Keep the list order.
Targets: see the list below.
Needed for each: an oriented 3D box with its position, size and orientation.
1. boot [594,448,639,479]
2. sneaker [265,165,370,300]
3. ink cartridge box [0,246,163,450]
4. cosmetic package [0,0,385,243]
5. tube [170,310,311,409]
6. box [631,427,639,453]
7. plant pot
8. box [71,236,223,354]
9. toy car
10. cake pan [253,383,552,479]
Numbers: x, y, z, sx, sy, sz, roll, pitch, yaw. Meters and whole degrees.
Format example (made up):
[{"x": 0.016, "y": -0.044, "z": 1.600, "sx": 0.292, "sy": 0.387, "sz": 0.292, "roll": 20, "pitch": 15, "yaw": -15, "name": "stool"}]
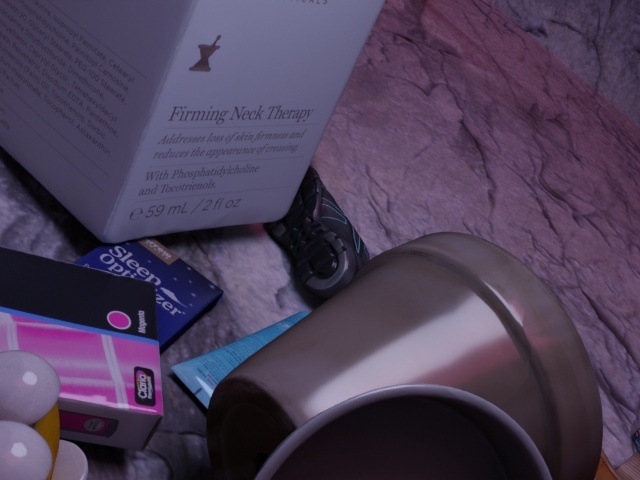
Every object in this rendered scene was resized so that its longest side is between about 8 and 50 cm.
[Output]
[{"x": 0.249, "y": 0.280, "z": 1.251, "sx": 0.220, "sy": 0.109, "sz": 0.283, "roll": -23, "pitch": 52, "yaw": -39, "name": "boot"}, {"x": 0.000, "y": 0.000, "z": 1.438, "sx": 0.106, "sy": 0.101, "sz": 0.267, "roll": 39, "pitch": 20, "yaw": -40, "name": "sneaker"}, {"x": -0.326, "y": 0.076, "z": 0.948, "sx": 0.371, "sy": 0.069, "sz": 0.176, "roll": 13, "pitch": 39, "yaw": -23, "name": "ink cartridge box"}, {"x": -0.176, "y": -0.257, "z": 1.273, "sx": 0.327, "sy": 0.394, "sz": 0.329, "roll": 40, "pitch": 29, "yaw": 27, "name": "cosmetic package"}, {"x": -0.071, "y": 0.134, "z": 1.178, "sx": 0.080, "sy": 0.052, "sz": 0.207, "roll": 39, "pitch": 33, "yaw": 20, "name": "tube"}, {"x": 0.521, "y": 0.328, "z": 1.519, "sx": 0.137, "sy": 0.027, "sz": 0.094, "roll": 23, "pitch": 31, "yaw": -20, "name": "box"}, {"x": 0.054, "y": 0.176, "z": 1.018, "sx": 0.280, "sy": 0.323, "sz": 0.323, "roll": -16, "pitch": 53, "yaw": -35, "name": "plant pot"}, {"x": -0.199, "y": 0.054, "z": 1.178, "sx": 0.136, "sy": 0.036, "sz": 0.225, "roll": 37, "pitch": 27, "yaw": 5, "name": "box"}, {"x": -0.261, "y": 0.186, "z": 0.818, "sx": 0.136, "sy": 0.159, "sz": 0.182, "roll": -8, "pitch": 37, "yaw": -3, "name": "toy car"}, {"x": 0.056, "y": 0.254, "z": 0.856, "sx": 0.293, "sy": 0.293, "sz": 0.054, "roll": 23, "pitch": -2, "yaw": -21, "name": "cake pan"}]
